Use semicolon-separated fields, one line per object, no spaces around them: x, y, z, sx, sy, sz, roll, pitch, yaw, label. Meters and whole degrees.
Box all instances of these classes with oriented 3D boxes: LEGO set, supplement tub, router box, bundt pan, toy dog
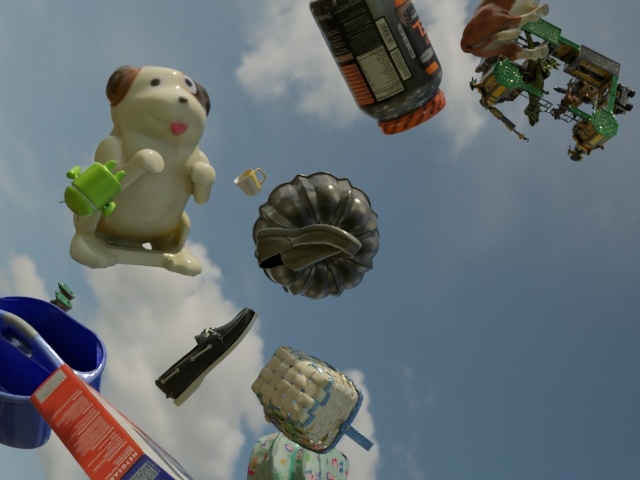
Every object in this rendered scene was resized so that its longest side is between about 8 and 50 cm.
0.442;-0.294;1.721;0.192;0.331;0.255;130;-26;-61;LEGO set
0.134;-0.416;1.846;0.207;0.207;0.338;3;-53;57;supplement tub
-0.281;0.378;1.354;0.301;0.082;0.335;28;-22;47;router box
0.000;0.000;2.082;0.124;0.330;0.331;-128;-153;-73;bundt pan
-0.364;-0.172;1.828;0.395;0.284;0.408;48;-56;61;toy dog

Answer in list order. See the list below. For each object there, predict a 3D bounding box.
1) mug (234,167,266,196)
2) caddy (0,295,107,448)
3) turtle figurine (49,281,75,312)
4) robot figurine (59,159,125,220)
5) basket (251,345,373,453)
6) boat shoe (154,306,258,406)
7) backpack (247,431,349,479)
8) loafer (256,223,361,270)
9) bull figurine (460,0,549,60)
-0.192;-0.159;2.361;0.078;0.062;0.064;-28;-66;19;mug
-0.555;0.223;1.575;0.341;0.241;0.179;27;-56;29;caddy
-0.714;0.210;2.090;0.118;0.234;0.175;48;2;-37;turtle figurine
-0.389;-0.088;1.448;0.101;0.115;0.067;49;-17;-15;robot figurine
-0.018;0.387;2.009;0.254;0.201;0.289;28;-9;41;basket
-0.276;0.266;2.056;0.091;0.302;0.114;43;-8;-5;boat shoe
-0.058;0.602;2.141;0.253;0.225;0.191;39;-48;-25;backpack
-0.029;0.025;1.697;0.251;0.094;0.087;-3;-115;38;loafer
0.380;-0.465;1.570;0.188;0.310;0.101;20;-13;45;bull figurine
